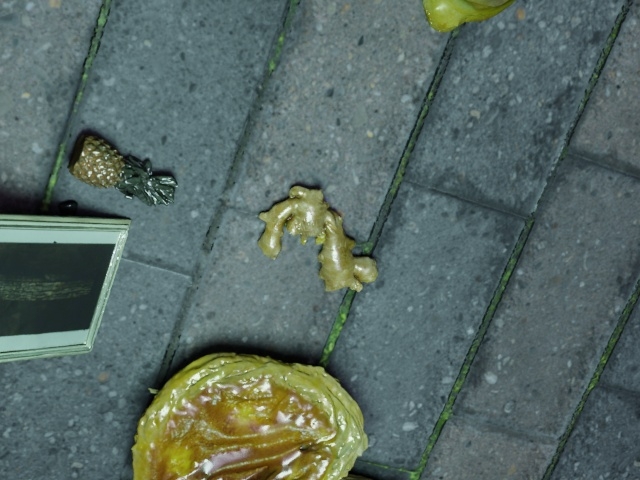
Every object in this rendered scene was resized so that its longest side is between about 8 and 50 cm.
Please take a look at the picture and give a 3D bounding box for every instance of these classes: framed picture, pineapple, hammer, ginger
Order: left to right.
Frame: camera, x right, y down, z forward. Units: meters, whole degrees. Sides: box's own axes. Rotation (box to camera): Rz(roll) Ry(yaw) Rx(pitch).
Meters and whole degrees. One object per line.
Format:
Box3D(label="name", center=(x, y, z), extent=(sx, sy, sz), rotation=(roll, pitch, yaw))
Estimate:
Box3D(label="framed picture", center=(-0.400, 0.071, 1.404), extent=(0.293, 0.018, 0.231), rotation=(0, 113, -55))
Box3D(label="hammer", center=(-0.379, 0.037, 1.497), extent=(0.078, 0.021, 0.201), rotation=(4, 110, -15))
Box3D(label="pineapple", center=(-0.284, -0.095, 1.448), extent=(0.159, 0.074, 0.074), rotation=(24, 103, -27))
Box3D(label="ginger", center=(0.000, 0.000, 1.555), extent=(0.193, 0.052, 0.176), rotation=(-3, 116, -11))

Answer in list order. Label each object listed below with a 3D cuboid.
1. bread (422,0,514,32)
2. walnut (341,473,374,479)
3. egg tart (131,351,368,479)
Box3D(label="bread", center=(0.248, -0.403, 1.444), extent=(0.233, 0.088, 0.160), rotation=(-27, 111, -3))
Box3D(label="walnut", center=(0.052, 0.507, 1.674), extent=(0.261, 0.225, 0.225), rotation=(20, 104, -29))
Box3D(label="egg tart", center=(-0.132, 0.315, 1.587), extent=(0.339, 0.153, 0.351), rotation=(34, 96, -17))
